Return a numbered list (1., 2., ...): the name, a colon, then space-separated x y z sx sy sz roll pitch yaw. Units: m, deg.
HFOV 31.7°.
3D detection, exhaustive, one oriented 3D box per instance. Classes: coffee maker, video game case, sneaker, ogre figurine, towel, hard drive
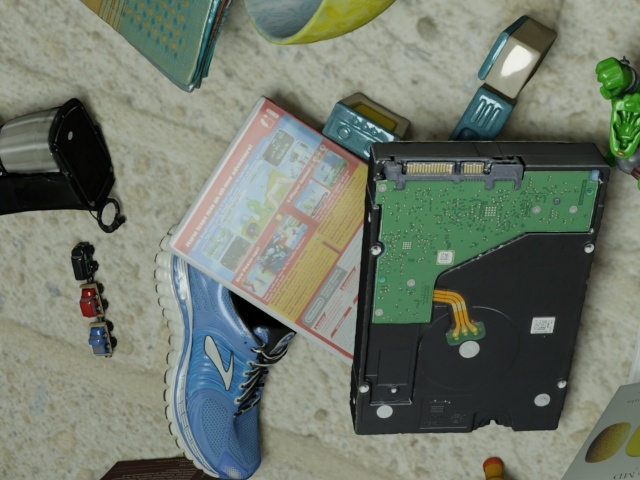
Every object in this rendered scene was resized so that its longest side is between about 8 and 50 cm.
1. coffee maker: -0.355 -0.076 1.362 0.178 0.120 0.171 -5 108 22
2. video game case: 0.000 0.000 1.260 0.285 0.025 0.204 33 99 -5
3. sneaker: -0.102 0.140 1.346 0.147 0.130 0.330 1 109 22
4. ogre figurine: 0.324 -0.093 1.117 0.197 0.118 0.097 46 113 -2
5. towel: -0.197 -0.361 1.176 0.370 0.040 0.271 40 119 30
6. hard drive: 0.157 0.056 1.187 0.237 0.064 0.339 -1 122 -6

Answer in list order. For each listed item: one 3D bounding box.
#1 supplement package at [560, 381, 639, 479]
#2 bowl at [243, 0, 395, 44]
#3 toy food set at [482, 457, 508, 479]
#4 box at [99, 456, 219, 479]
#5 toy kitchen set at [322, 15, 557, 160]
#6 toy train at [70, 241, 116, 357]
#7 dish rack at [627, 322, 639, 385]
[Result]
1. supplement package: 0.338 0.235 1.075 0.139 0.244 0.134 -16 98 32
2. bowl: 0.039 -0.329 1.094 0.156 0.289 0.289 1 116 -27
3. toy food set: 0.189 0.379 1.364 0.111 0.104 0.232 -6 125 7
4. box: -0.215 0.396 1.435 0.167 0.203 0.168 -7 105 22
5. toy kitchen set: 0.114 -0.155 1.166 0.166 0.122 0.207 31 116 7
6. toy train: -0.291 0.080 1.441 0.027 0.036 0.158 -4 107 21
7. dish rack: 0.498 0.130 1.163 0.333 0.072 0.285 11 111 15
